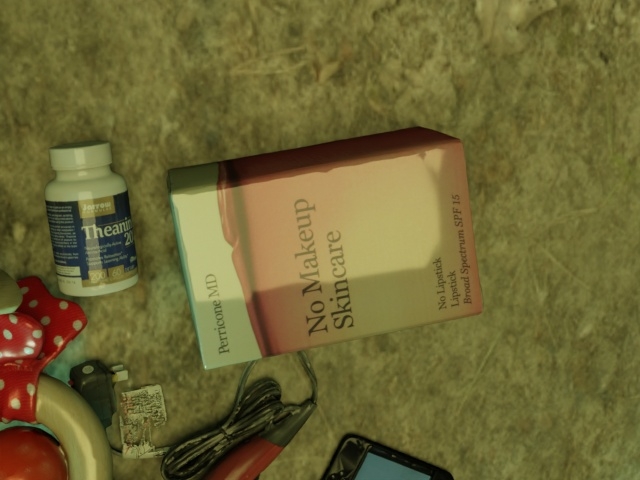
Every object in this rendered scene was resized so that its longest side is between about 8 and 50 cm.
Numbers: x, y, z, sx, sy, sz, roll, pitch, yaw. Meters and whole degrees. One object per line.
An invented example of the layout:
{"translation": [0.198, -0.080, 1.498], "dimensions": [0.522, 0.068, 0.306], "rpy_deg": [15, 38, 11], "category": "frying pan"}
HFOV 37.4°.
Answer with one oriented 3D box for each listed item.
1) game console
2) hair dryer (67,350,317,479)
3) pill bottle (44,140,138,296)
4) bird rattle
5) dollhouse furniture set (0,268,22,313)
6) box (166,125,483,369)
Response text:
{"translation": [0.060, 0.255, 0.874], "dimensions": [0.122, 0.071, 0.107], "rpy_deg": [25, 96, -14], "category": "game console"}
{"translation": [-0.106, 0.239, 0.838], "dimensions": [0.224, 0.080, 0.293], "rpy_deg": [-3, 102, -10], "category": "hair dryer"}
{"translation": [-0.189, -0.019, 0.776], "dimensions": [0.067, 0.067, 0.120], "rpy_deg": [-7, 103, -8], "category": "pill bottle"}
{"translation": [-0.263, 0.165, 0.771], "dimensions": [0.207, 0.143, 0.253], "rpy_deg": [41, 81, -2], "category": "bird rattle"}
{"translation": [-0.430, 0.077, 0.706], "dimensions": [0.303, 0.174, 0.355], "rpy_deg": [47, 106, 18], "category": "dollhouse furniture set"}
{"translation": [0.000, 0.000, 0.783], "dimensions": [0.233, 0.127, 0.148], "rpy_deg": [-11, 103, -8], "category": "box"}
